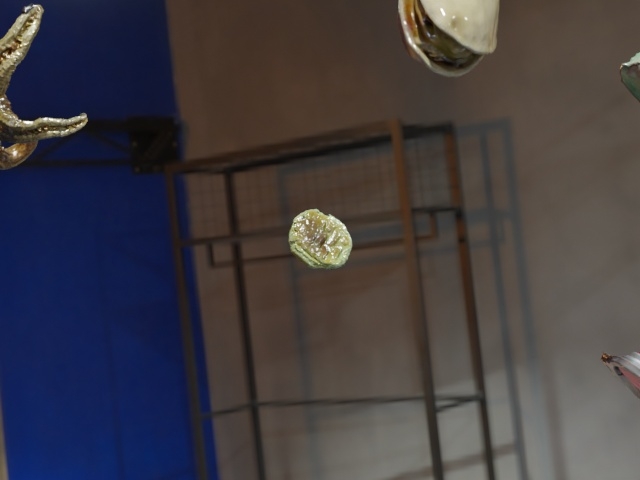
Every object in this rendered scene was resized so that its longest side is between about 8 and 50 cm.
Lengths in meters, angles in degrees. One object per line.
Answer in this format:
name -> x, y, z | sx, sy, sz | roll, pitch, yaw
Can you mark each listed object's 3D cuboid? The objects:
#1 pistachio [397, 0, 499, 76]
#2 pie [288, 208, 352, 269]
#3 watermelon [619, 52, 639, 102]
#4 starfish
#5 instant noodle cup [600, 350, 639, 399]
pistachio -> 0.162, -0.290, 1.466 | 0.126, 0.152, 0.223 | -38, 14, 33
pie -> 0.000, 0.000, 1.445 | 0.084, 0.084, 0.020 | -5, -21, -27
watermelon -> 0.270, -0.099, 0.740 | 0.155, 0.101, 0.080 | 5, -26, 17
starfish -> -0.321, -0.167, 1.156 | 0.146, 0.190, 0.074 | -30, 1, 39
instant noodle cup -> 0.562, 0.190, 1.637 | 0.302, 0.181, 0.258 | 42, -1, 31
